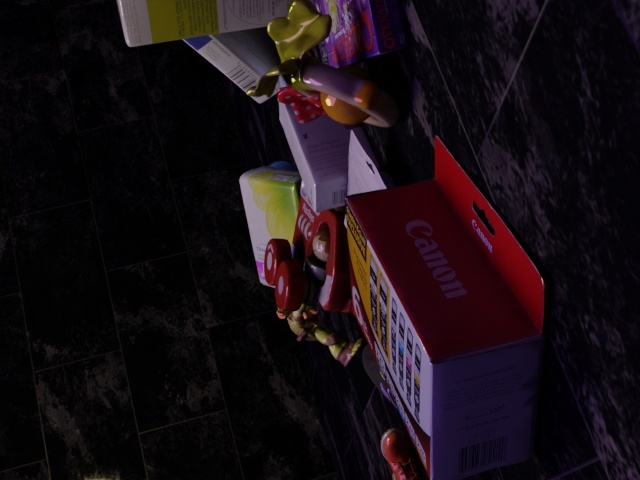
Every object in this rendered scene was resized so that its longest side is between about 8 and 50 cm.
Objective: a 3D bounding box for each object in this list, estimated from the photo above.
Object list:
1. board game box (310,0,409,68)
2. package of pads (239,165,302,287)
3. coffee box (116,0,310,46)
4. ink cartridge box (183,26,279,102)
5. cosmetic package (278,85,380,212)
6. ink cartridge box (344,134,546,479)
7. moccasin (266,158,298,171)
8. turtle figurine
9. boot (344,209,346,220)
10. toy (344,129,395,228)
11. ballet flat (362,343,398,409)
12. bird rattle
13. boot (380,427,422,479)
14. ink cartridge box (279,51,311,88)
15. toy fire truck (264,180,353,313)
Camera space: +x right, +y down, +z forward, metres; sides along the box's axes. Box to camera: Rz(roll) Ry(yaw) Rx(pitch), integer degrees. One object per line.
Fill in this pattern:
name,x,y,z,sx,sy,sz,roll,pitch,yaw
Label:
board game box,0.038,-0.356,1.181,0.347,0.056,0.208,-148,40,-77
package of pads,-0.071,-0.021,1.936,0.229,0.101,0.296,14,120,49
coffee box,-0.207,-0.579,1.396,0.338,0.334,0.337,92,162,-51
ink cartridge box,-0.218,-0.493,1.727,0.324,0.071,0.330,36,-145,-39
cosmetic package,0.011,-0.168,1.408,0.085,0.117,0.231,91,161,-55
ink cartridge box,0.133,0.070,0.974,0.309,0.130,0.271,-115,15,-51
moccasin,-0.080,-0.042,2.105,0.117,0.138,0.342,-107,6,-72
turtle figurine,-0.016,0.189,1.811,0.217,0.087,0.269,34,175,6
boot,0.058,-0.074,1.499,0.099,0.045,0.121,91,162,-68
toy,0.088,-0.051,1.282,0.237,0.056,0.137,96,151,-54
ballet flat,0.154,0.227,1.250,0.280,0.095,0.096,54,149,41
bird rattle,0.012,-0.202,1.152,0.207,0.143,0.253,27,174,21
boot,0.165,0.436,1.592,0.084,0.059,0.158,-136,24,-68
ink cartridge box,-0.035,-0.299,1.715,0.223,0.045,0.224,97,157,-66
toy fire truck,0.000,0.000,1.663,0.302,0.169,0.253,-126,42,-65
